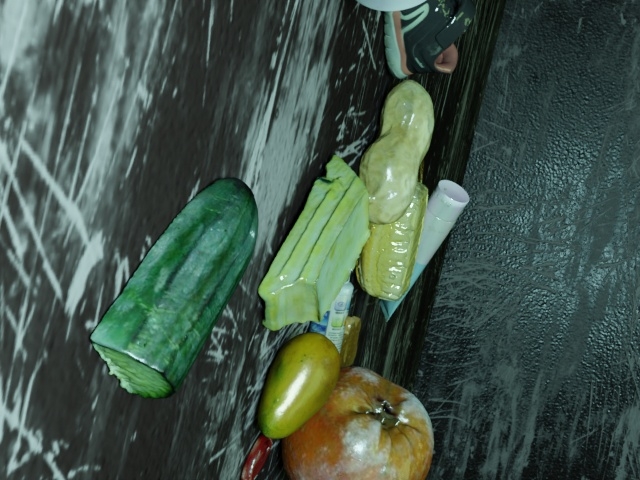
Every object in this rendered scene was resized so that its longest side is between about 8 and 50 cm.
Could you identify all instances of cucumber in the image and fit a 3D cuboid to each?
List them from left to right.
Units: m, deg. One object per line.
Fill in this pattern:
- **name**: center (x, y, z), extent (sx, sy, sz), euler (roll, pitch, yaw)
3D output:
- **cucumber**: center (-0.109, 0.032, 0.709), extent (0.115, 0.063, 0.244), euler (87, 20, -49)

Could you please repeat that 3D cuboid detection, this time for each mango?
- **mango**: center (-0.033, 0.205, 1.097), extent (0.163, 0.089, 0.111), euler (-62, 150, -15)

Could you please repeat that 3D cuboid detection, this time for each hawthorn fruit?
- **hawthorn fruit**: center (0.044, 0.329, 1.226), extent (0.263, 0.235, 0.231), euler (-47, -153, 0)

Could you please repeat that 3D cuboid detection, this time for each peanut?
- **peanut**: center (0.132, -0.153, 1.330), extent (0.117, 0.101, 0.263), euler (64, 45, -69)

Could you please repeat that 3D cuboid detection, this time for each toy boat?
- **toy boat**: center (0.006, 0.000, 1.056), extent (0.111, 0.084, 0.276), euler (84, 25, -47)

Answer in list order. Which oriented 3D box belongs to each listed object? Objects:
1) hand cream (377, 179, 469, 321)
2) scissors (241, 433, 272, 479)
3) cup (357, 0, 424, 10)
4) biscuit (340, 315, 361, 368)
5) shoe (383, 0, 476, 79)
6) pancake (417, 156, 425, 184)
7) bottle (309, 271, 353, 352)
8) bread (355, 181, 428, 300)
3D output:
- **hand cream**: center (0.192, 0.022, 1.556), extent (0.312, 0.070, 0.111), euler (-61, -147, 36)
- **scissors**: center (-0.125, 0.380, 1.053), extent (0.248, 0.017, 0.144), euler (-45, 146, -60)
- **cup**: center (0.084, -0.380, 0.901), extent (0.142, 0.134, 0.173), euler (59, 48, -67)
- **biscuit**: center (0.037, 0.214, 1.470), extent (0.184, 0.027, 0.133), euler (-51, 152, -55)
- **shoe**: center (0.176, -0.368, 1.237), extent (0.291, 0.137, 0.114), euler (83, 25, -53)
- **pancake**: center (0.176, -0.169, 1.561), extent (0.212, 0.056, 0.257), euler (-64, 156, -53)
- **bottle**: center (0.021, 0.095, 1.239), extent (0.060, 0.060, 0.217), euler (-23, 127, -72)
- **bread**: center (0.129, -0.005, 1.452), extent (0.140, 0.106, 0.236), euler (-41, 142, -69)
